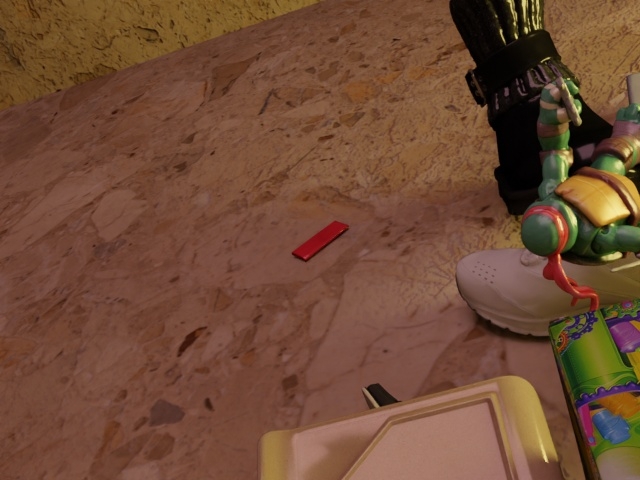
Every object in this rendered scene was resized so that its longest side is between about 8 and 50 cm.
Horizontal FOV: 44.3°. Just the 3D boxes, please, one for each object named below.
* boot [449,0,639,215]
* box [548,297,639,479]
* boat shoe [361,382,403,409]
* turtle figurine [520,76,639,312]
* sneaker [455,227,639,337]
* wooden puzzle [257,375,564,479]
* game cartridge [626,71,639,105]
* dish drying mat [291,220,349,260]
[{"bbox_3d":[0.232,-0.169,0.848,0.131,0.260,0.348,-12,9,0],"label":"boot"},{"bbox_3d":[0.311,0.158,0.434,0.289,0.177,0.279,-15,30,12],"label":"box"},{"bbox_3d":[0.082,0.170,0.703,0.042,0.049,0.133,-34,38,-12],"label":"boat shoe"},{"bbox_3d":[0.215,-0.038,0.589,0.234,0.175,0.118,-22,-21,-41],"label":"turtle figurine"},{"bbox_3d":[0.264,0.019,0.746,0.297,0.129,0.111,-2,37,34],"label":"sneaker"},{"bbox_3d":[0.071,0.223,0.596,0.238,0.044,0.221,-13,45,8],"label":"wooden puzzle"},{"bbox_3d":[0.526,-0.179,0.941,0.294,0.060,0.196,-8,29,24],"label":"game cartridge"},{"bbox_3d":[0.000,0.000,1.081,0.083,0.008,0.032,-37,33,-25],"label":"dish drying mat"}]
